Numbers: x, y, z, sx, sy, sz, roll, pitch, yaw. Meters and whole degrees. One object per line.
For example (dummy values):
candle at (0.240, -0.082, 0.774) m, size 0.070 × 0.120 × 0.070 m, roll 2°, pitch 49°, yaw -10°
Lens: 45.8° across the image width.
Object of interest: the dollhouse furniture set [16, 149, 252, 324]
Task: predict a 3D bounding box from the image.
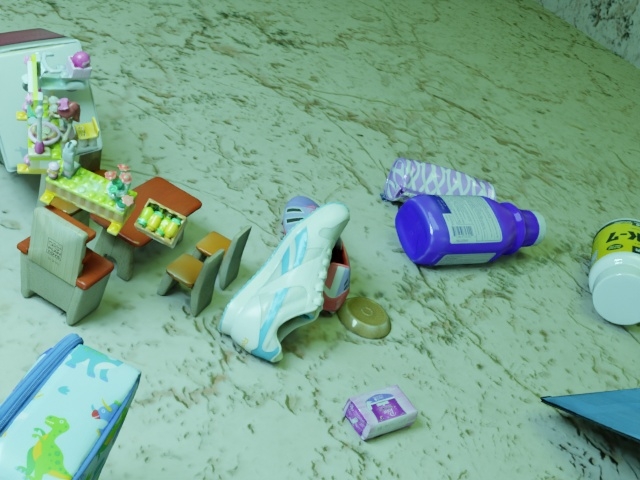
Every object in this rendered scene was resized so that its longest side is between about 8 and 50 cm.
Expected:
dollhouse furniture set at (-0.249, -0.018, 0.957) m, size 0.262 × 0.135 × 0.259 m, roll 29°, pitch 34°, yaw 10°

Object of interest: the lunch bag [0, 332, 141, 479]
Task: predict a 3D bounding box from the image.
lunch bag at (-0.225, 0.192, 0.596) m, size 0.090 × 0.219 × 0.176 m, roll 29°, pitch 34°, yaw -2°

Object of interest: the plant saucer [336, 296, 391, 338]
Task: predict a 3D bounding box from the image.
plant saucer at (0.064, 0.105, 1.076) m, size 0.083 × 0.015 × 0.083 m, roll 16°, pitch 33°, yaw -11°

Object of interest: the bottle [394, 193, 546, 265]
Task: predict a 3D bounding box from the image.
bottle at (0.265, -0.020, 1.296) m, size 0.282 × 0.092 × 0.118 m, roll -2°, pitch 57°, yaw -32°

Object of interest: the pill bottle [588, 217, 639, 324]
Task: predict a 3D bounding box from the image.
pill bottle at (0.536, 0.053, 1.334) m, size 0.119 × 0.119 × 0.208 m, roll 27°, pitch 33°, yaw 7°

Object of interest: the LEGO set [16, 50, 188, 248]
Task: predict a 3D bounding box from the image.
LEGO set at (-0.259, -0.110, 0.831) m, size 0.132 × 0.107 × 0.287 m, roll -23°, pitch 65°, yaw -33°

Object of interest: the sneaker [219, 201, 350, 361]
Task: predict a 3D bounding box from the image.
sneaker at (-0.026, 0.050, 0.974) m, size 0.092 × 0.087 × 0.229 m, roll 35°, pitch 75°, yaw 12°

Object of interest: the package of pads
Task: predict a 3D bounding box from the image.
package of pads at (0.074, 0.208, 0.920) m, size 0.083 × 0.032 × 0.050 m, roll -7°, pitch 41°, yaw -37°

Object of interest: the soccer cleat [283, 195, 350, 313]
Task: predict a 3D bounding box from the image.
soccer cleat at (0.000, 0.000, 1.114) m, size 0.083 × 0.095 × 0.248 m, roll 13°, pitch 36°, yaw -20°

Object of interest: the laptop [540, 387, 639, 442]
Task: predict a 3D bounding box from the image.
laptop at (0.578, 0.153, 0.966) m, size 0.236 × 0.408 × 0.382 m, roll 46°, pitch -18°, yaw -33°

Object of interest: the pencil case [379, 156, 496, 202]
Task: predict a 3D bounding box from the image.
pencil case at (0.218, -0.090, 1.380) m, size 0.206 × 0.086 × 0.088 m, roll 11°, pitch 27°, yaw -17°

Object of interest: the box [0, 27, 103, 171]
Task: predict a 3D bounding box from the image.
box at (-0.400, -0.200, 1.031) m, size 0.126 × 0.149 × 0.232 m, roll -18°, pitch 26°, yaw -26°
